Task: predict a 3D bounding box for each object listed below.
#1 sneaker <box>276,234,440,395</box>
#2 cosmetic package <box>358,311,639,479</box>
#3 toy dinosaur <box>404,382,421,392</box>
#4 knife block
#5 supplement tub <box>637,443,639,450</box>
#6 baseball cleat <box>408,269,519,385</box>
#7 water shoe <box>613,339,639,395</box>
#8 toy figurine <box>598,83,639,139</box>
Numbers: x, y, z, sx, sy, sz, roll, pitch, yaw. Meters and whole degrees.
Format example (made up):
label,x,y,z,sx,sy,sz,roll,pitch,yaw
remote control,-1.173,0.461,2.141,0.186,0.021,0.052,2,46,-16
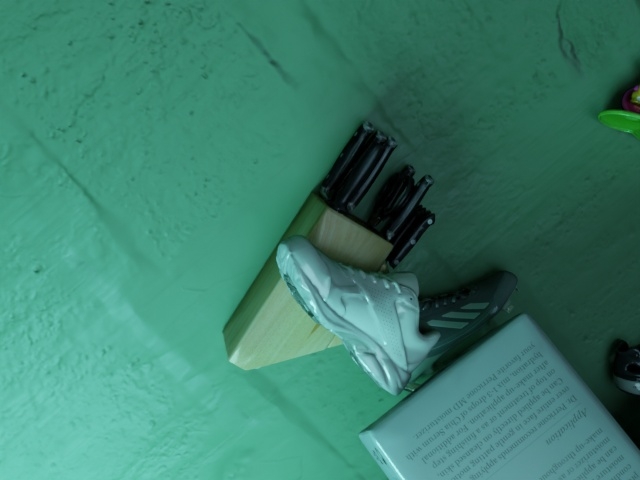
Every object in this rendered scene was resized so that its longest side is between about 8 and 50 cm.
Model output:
label,x,y,z,sx,sy,sz,roll,pitch,yaw
sneaker,0.047,0.060,0.817,0.115,0.090,0.232,-44,120,-5
cosmetic package,0.270,0.334,0.835,0.230,0.161,0.453,-35,78,-10
toy dinosaur,0.233,0.214,1.005,0.268,0.064,0.118,29,104,-15
knife block,0.000,0.000,0.874,0.276,0.088,0.242,-14,108,-8
supplement tub,0.498,0.340,0.982,0.194,0.193,0.316,32,104,-19
baseball cleat,0.153,0.089,0.944,0.206,0.072,0.109,-42,97,-7
water shoe,0.510,0.164,1.045,0.203,0.073,0.080,-8,104,-12
toy figurine,0.451,-0.203,0.923,0.173,0.130,0.159,17,88,8
